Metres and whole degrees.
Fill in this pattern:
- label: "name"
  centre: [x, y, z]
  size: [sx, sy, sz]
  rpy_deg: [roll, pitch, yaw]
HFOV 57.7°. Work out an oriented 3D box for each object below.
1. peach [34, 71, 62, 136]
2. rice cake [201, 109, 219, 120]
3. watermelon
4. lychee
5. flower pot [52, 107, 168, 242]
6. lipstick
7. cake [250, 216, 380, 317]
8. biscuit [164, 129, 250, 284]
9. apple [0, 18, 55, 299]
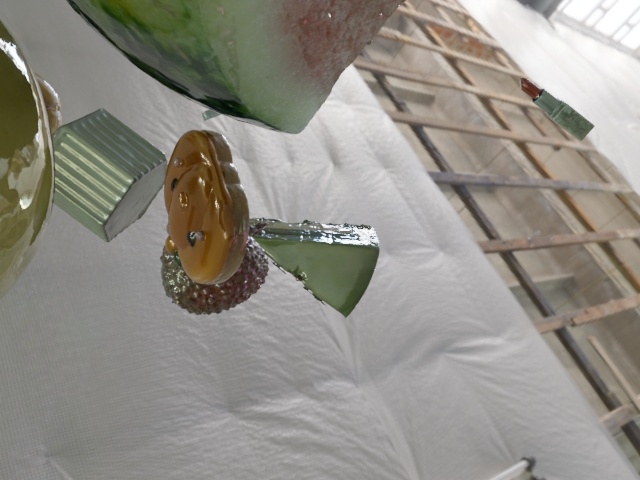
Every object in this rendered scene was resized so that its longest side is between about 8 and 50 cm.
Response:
- label: "peach"
  centre: [-0.735, -0.299, 1.372]
  size: [0.251, 0.153, 0.252]
  rpy_deg: [-3, -86, -43]
- label: "rice cake"
  centre: [-0.228, -0.302, 1.335]
  size: [0.121, 0.021, 0.022]
  rpy_deg: [-41, -64, -48]
- label: "watermelon"
  centre: [-0.061, -0.200, 0.393]
  size: [0.231, 0.310, 0.193]
  rpy_deg: [-24, -111, -15]
- label: "lychee"
  centre: [-0.158, 0.026, 0.901]
  size: [0.165, 0.165, 0.197]
  rpy_deg: [40, -109, 0]
- label: "flower pot"
  centre: [-0.464, -0.140, 1.250]
  size: [0.189, 0.209, 0.239]
  rpy_deg: [38, -144, 0]
- label: "lipstick"
  centre: [0.333, -0.194, 0.836]
  size: [0.129, 0.030, 0.030]
  rpy_deg: [33, -156, -12]
- label: "cake"
  centre: [-0.006, -0.002, 1.232]
  size: [0.283, 0.172, 0.158]
  rpy_deg: [37, -169, -10]
- label: "biscuit"
  centre: [-0.139, -0.031, 0.637]
  size: [0.050, 0.170, 0.170]
  rpy_deg: [-4, -126, -36]
- label: "apple"
  centre: [-0.304, -0.056, 0.356]
  size: [0.262, 0.262, 0.263]
  rpy_deg: [24, -141, -21]
